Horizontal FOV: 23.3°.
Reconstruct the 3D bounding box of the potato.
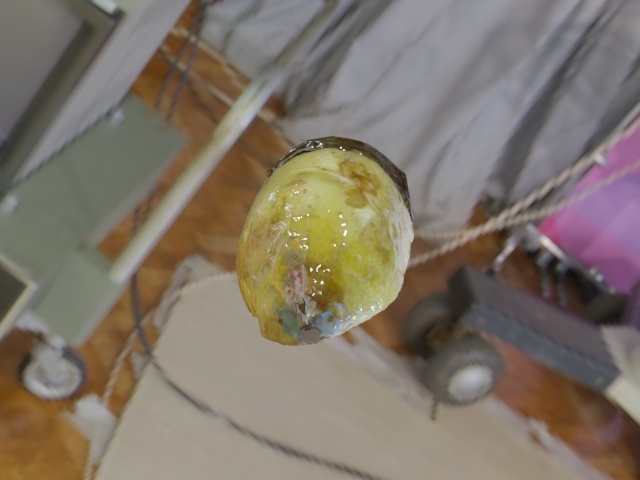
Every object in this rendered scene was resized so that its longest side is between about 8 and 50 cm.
[{"bbox_3d":[0.000,0.000,0.786,0.103,0.096,0.066,-92,166,-62],"label":"potato"}]
